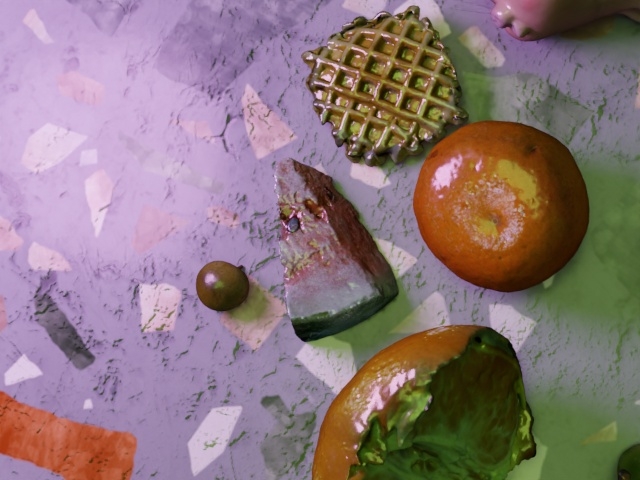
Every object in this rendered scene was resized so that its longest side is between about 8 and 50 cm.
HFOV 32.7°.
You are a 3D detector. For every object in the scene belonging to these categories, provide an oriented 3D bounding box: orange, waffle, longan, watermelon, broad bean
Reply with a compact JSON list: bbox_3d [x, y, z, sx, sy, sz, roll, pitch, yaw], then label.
[{"bbox_3d":[0.231,-0.045,1.391,0.224,0.170,0.224,5,103,21],"label":"orange"},{"bbox_3d":[0.113,0.244,1.329,0.196,0.262,0.335,36,98,31],"label":"orange"},{"bbox_3d":[0.087,-0.212,1.503,0.207,0.054,0.214,-22,80,12],"label":"waffle"},{"bbox_3d":[-0.133,0.059,1.510,0.075,0.075,0.083,26,47,14],"label":"longan"},{"bbox_3d":[0.000,0.000,1.484,0.154,0.094,0.241,-21,75,1],"label":"watermelon"},{"bbox_3d":[0.403,0.294,1.369,0.063,0.045,0.083,22,79,13],"label":"broad bean"}]

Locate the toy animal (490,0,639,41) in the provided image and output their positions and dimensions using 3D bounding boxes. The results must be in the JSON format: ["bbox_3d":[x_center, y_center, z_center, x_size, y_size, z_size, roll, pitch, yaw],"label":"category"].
[{"bbox_3d":[0.344,-0.392,1.403,0.269,0.237,0.326,41,87,5],"label":"toy animal"}]

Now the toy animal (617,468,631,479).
[{"bbox_3d":[0.319,0.368,1.347,0.275,0.149,0.054,-24,33,20],"label":"toy animal"}]
